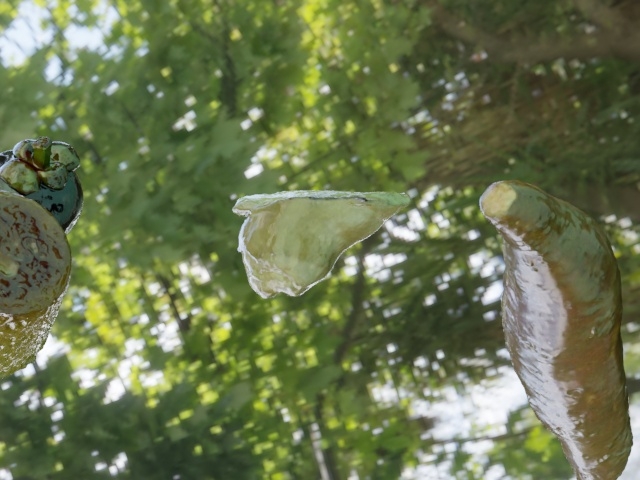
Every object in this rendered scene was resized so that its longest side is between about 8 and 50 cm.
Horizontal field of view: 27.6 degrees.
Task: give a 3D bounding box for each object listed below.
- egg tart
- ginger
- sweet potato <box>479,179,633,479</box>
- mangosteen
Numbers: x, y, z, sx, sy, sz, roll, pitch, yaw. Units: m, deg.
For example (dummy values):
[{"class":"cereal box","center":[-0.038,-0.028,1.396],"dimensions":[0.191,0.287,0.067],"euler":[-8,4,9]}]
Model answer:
[{"class":"egg tart","center":[-0.366,0.040,1.414],"dimensions":[0.203,0.147,0.202],"euler":[14,-121,-25]},{"class":"ginger","center":[0.003,-0.003,1.413],"dimensions":[0.115,0.193,0.122],"euler":[35,-131,-72]},{"class":"sweet potato","center":[0.133,0.056,0.720],"dimensions":[0.072,0.066,0.314],"euler":[57,172,39]},{"class":"mangosteen","center":[-0.346,-0.064,1.563],"dimensions":[0.137,0.151,0.137],"euler":[17,-142,-14]}]
